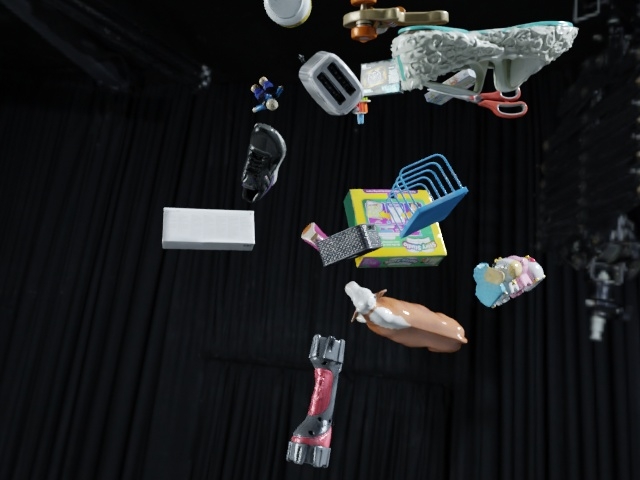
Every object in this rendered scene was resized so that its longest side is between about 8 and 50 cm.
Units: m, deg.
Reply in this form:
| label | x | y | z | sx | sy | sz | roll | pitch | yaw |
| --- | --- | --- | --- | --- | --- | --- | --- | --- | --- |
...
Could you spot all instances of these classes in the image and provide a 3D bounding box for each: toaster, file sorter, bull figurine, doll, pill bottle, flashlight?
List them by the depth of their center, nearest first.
| label | x | y | z | sx | sy | sz | roll | pitch | yaw |
| --- | --- | --- | --- | --- | --- | --- | --- | --- | --- |
| file sorter | 0.220 | -0.095 | 1.270 | 0.118 | 0.105 | 0.170 | -23 | -14 | -12 |
| bull figurine | 0.184 | 0.183 | 1.362 | 0.310 | 0.101 | 0.188 | 23 | -3 | -7 |
| flashlight | -0.009 | 0.385 | 1.421 | 0.103 | 0.304 | 0.103 | 8 | -18 | 1 |
| pill bottle | -0.084 | -0.615 | 1.511 | 0.117 | 0.118 | 0.208 | 7 | 18 | -2 |
| toaster | 0.031 | -0.473 | 1.742 | 0.227 | 0.129 | 0.146 | 48 | 2 | -22 |
| doll | -0.180 | -0.476 | 1.944 | 0.046 | 0.129 | 0.189 | 44 | 9 | -39 |

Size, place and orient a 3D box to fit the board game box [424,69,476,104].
| label | x | y | z | sx | sy | sz | roll | pitch | yaw |
| --- | --- | --- | --- | --- | --- | --- | --- | --- | --- |
| board game box | 0.416 | -0.481 | 1.836 | 0.154 | 0.026 | 0.103 | -28 | -12 | 34 |

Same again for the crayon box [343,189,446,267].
| label | x | y | z | sx | sy | sz | roll | pitch | yaw |
| --- | --- | --- | --- | --- | --- | --- | --- | --- | --- |
| crayon box | 0.301 | -0.051 | 2.393 | 0.362 | 0.313 | 0.106 | -1 | -28 | -17 |

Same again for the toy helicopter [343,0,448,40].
| label | x | y | z | sx | sy | sz | roll | pitch | yaw |
| --- | --- | --- | --- | --- | --- | --- | --- | --- | --- |
| toy helicopter | 0.253 | -0.743 | 1.983 | 0.354 | 0.140 | 0.235 | -2 | 7 | -3 |

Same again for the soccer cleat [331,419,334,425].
| label | x | y | z | sx | sy | sz | roll | pitch | yaw |
| --- | --- | --- | --- | --- | --- | --- | --- | --- | --- |
| soccer cleat | -0.011 | 0.611 | 1.900 | 0.072 | 0.060 | 0.179 | -20 | -7 | 20 |

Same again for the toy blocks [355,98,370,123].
| label | x | y | z | sx | sy | sz | roll | pitch | yaw |
| --- | --- | --- | --- | --- | --- | --- | --- | --- | --- |
| toy blocks | 0.174 | -0.563 | 2.452 | 0.054 | 0.148 | 0.123 | -7 | 15 | -12 |

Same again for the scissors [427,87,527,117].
| label | x | y | z | sx | sy | sz | roll | pitch | yaw |
| --- | --- | --- | --- | --- | --- | --- | --- | --- | --- |
| scissors | 0.464 | -0.408 | 1.720 | 0.296 | 0.109 | 0.021 | -4 | -10 | -9 |

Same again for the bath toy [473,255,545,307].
| label | x | y | z | sx | sy | sz | roll | pitch | yaw |
| --- | --- | --- | --- | --- | --- | --- | --- | --- | --- |
| bath toy | 0.626 | 0.111 | 1.924 | 0.348 | 0.129 | 0.151 | -8 | -39 | -49 |

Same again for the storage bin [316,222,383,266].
| label | x | y | z | sx | sy | sz | roll | pitch | yaw |
| --- | --- | --- | --- | --- | --- | --- | --- | --- | --- |
| storage bin | 0.093 | 0.015 | 1.861 | 0.180 | 0.085 | 0.122 | -24 | -9 | 28 |

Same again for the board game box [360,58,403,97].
| label | x | y | z | sx | sy | sz | roll | pitch | yaw |
| --- | --- | --- | --- | --- | --- | --- | --- | --- | --- |
| board game box | 0.225 | -0.596 | 2.149 | 0.186 | 0.126 | 0.026 | 5 | 3 | 42 |

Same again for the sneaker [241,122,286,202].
| label | x | y | z | sx | sy | sz | roll | pitch | yaw |
| --- | --- | --- | --- | --- | --- | --- | --- | --- | --- |
| sneaker | -0.176 | -0.211 | 1.711 | 0.107 | 0.124 | 0.283 | 23 | -33 | 7 |

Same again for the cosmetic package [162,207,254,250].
| label | x | y | z | sx | sy | sz | roll | pitch | yaw |
| --- | --- | --- | --- | --- | --- | --- | --- | --- | --- |
| cosmetic package | -0.300 | -0.029 | 1.570 | 0.238 | 0.099 | 0.060 | 2 | -21 | -13 |

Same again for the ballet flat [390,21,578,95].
| label | x | y | z | sx | sy | sz | roll | pitch | yaw |
| --- | --- | --- | --- | --- | --- | --- | --- | --- | --- |
| ballet flat | 0.330 | -0.360 | 1.181 | 0.408 | 0.147 | 0.147 | -7 | -10 | -15 |

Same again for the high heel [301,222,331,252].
| label | x | y | z | sx | sy | sz | roll | pitch | yaw |
| --- | --- | --- | --- | --- | --- | --- | --- | --- | --- |
| high heel | 0.000 | 0.000 | 2.319 | 0.117 | 0.082 | 0.244 | 40 | -4 | -18 |
